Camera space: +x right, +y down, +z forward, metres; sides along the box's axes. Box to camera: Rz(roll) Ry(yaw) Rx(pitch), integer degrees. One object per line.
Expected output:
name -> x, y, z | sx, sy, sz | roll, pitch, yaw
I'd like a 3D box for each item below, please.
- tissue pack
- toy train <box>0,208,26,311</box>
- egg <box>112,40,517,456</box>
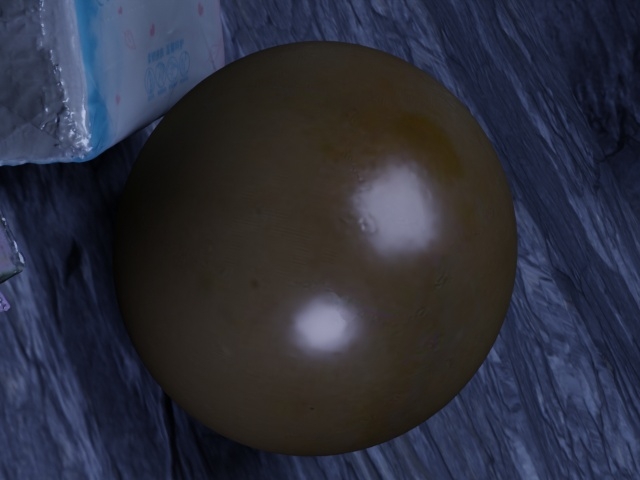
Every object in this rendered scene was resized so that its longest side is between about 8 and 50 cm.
tissue pack -> -0.177, -0.177, 1.408 | 0.271, 0.124, 0.201 | -44, 133, -65
toy train -> -0.293, -0.011, 1.065 | 0.177, 0.134, 0.261 | 64, 26, 4
egg -> 0.000, 0.000, 1.403 | 0.301, 0.301, 0.374 | 55, 25, -13
